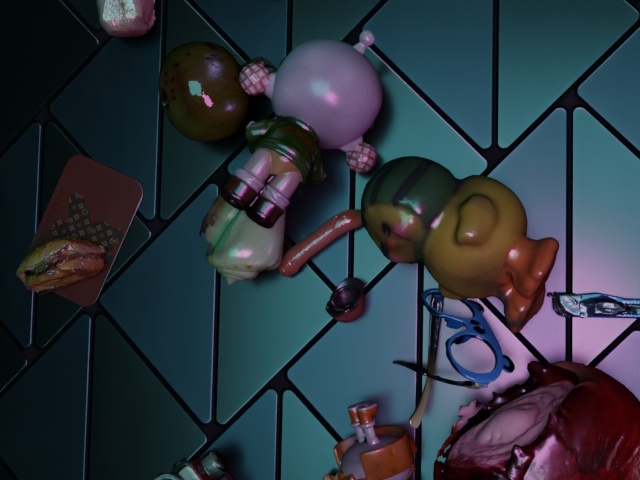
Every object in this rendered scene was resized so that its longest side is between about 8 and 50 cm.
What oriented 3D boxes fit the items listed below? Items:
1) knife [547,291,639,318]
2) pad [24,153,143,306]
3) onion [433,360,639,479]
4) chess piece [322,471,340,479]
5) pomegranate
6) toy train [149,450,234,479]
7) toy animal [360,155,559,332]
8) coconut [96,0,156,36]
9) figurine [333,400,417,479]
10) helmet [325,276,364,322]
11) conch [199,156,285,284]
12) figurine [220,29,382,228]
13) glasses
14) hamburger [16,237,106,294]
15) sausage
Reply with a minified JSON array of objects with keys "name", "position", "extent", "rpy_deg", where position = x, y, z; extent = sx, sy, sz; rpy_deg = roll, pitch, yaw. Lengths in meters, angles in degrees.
[{"name":"knife","position":[0.523,0.108,1.392],"extent":[0.297,0.026,0.044],"rpy_deg":[0,74,14]},{"name":"pad","position":[-0.460,-0.020,1.645],"extent":[0.181,0.004,0.267],"rpy_deg":[24,92,14]},{"name":"onion","position":[0.346,0.360,1.284],"extent":[0.341,0.341,0.341],"rpy_deg":[-1,86,13]},{"name":"chess piece","position":[-0.017,0.466,1.479],"extent":[0.172,0.060,0.060],"rpy_deg":[-44,78,3]},{"name":"pomegranate","position":[-0.186,-0.260,1.524],"extent":[0.211,0.179,0.179],"rpy_deg":[10,88,-17]},{"name":"toy train","position":[-0.279,0.504,1.503],"extent":[0.326,0.129,0.159],"rpy_deg":[-40,84,7]},{"name":"toy animal","position":[0.228,-0.018,1.393],"extent":[0.338,0.216,0.191],"rpy_deg":[29,59,18]},{"name":"coconut","position":[-0.365,-0.448,1.602],"extent":[0.110,0.110,0.124],"rpy_deg":[-3,92,13]},{"name":"figurine","position":[0.098,0.404,1.417],"extent":[0.143,0.143,0.271],"rpy_deg":[-3,84,13]},{"name":"helmet","position":[0.052,0.111,1.492],"extent":[0.065,0.049,0.084],"rpy_deg":[11,58,44]},{"name":"conch","position":[-0.136,-0.042,1.513],"extent":[0.137,0.143,0.250],"rpy_deg":[8,71,-27]},{"name":"figurine","position":[-0.026,-0.196,1.440],"extent":[0.281,0.167,0.370],"rpy_deg":[36,75,-8]},{"name":"glasses","position":[0.187,0.192,1.391],"extent":[0.207,0.239,0.102],"rpy_deg":[-43,121,13]},{"name":"hamburger","position":[-0.501,0.035,1.598],"extent":[0.176,0.102,0.087],"rpy_deg":[-16,70,12]},{"name":"sausage","position":[0.000,0.000,1.516],"extent":[0.186,0.043,0.043],"rpy_deg":[-36,79,8]}]
